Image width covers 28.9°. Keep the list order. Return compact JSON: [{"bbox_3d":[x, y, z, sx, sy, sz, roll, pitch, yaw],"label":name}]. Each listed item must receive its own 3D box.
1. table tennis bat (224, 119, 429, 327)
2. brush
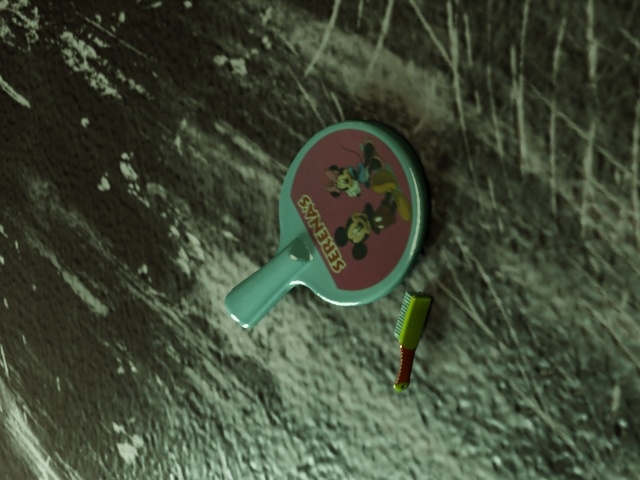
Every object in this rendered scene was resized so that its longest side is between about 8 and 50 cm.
[{"bbox_3d":[0.000,0.000,1.059,0.244,0.040,0.153,-41,64,35],"label":"table tennis bat"},{"bbox_3d":[0.070,0.082,0.999,0.021,0.019,0.083,29,113,52],"label":"brush"}]
